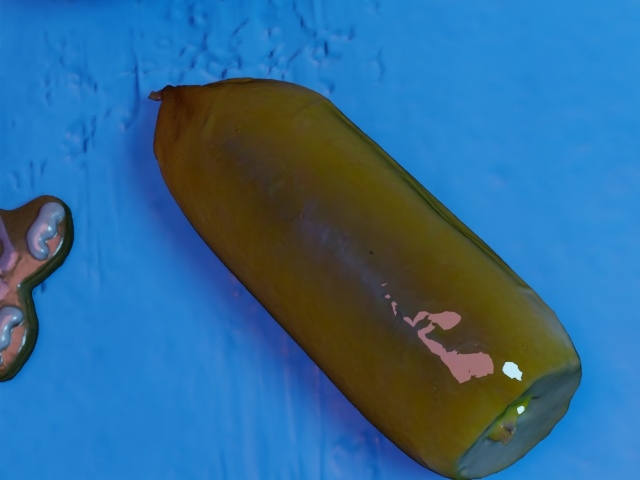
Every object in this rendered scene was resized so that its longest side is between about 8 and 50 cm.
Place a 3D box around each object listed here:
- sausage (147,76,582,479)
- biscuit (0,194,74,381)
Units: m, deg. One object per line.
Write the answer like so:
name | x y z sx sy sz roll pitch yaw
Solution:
sausage | 0.004 -0.005 0.904 0.112 0.112 0.328 -47 62 4
biscuit | -0.259 0.013 1.041 0.205 0.031 0.138 16 82 26
